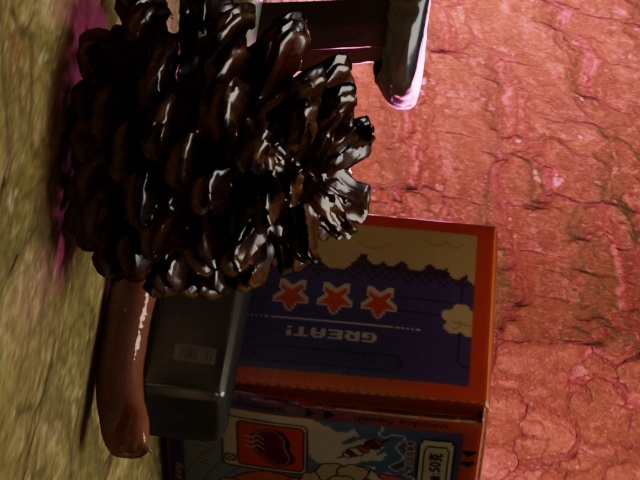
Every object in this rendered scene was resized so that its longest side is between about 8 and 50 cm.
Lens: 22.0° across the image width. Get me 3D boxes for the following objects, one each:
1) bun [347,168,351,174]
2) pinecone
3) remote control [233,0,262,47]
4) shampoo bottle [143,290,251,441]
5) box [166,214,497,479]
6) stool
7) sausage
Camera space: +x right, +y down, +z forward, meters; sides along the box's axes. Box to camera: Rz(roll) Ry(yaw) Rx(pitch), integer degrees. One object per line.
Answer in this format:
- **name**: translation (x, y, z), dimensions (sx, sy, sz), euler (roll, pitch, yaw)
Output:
- **bun**: translation (-0.045, 0.010, 1.911), dimensions (0.259, 0.152, 0.259), euler (8, 90, -89)
- **pinecone**: translation (-0.062, -0.062, 1.089), dimensions (0.221, 0.222, 0.221), euler (5, 90, -87)
- **remote control**: translation (-0.083, -0.259, 1.796), dimensions (0.098, 0.038, 0.233), euler (86, 11, -69)
- **shampoo bottle**: translation (-0.109, 0.063, 1.517), dimensions (0.079, 0.080, 0.246), euler (94, 3, -50)
- **box**: translation (0.011, 0.175, 1.712), dimensions (0.348, 0.319, 0.256), euler (93, 5, -47)
- **stool**: translation (0.028, -0.326, 2.014), dimensions (0.310, 0.226, 0.310), euler (31, 64, -85)
- **sausage**: translation (-0.141, 0.076, 1.238), dimensions (0.040, 0.047, 0.176), euler (116, -19, -64)
